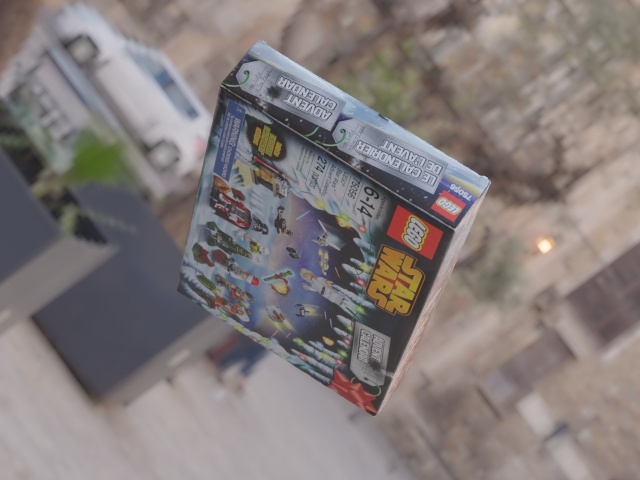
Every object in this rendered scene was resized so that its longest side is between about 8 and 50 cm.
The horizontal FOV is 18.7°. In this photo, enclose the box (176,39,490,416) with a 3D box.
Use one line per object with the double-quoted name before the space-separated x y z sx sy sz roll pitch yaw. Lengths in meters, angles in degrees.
"box" 0.000 0.000 0.693 0.094 0.027 0.137 31 -32 9
